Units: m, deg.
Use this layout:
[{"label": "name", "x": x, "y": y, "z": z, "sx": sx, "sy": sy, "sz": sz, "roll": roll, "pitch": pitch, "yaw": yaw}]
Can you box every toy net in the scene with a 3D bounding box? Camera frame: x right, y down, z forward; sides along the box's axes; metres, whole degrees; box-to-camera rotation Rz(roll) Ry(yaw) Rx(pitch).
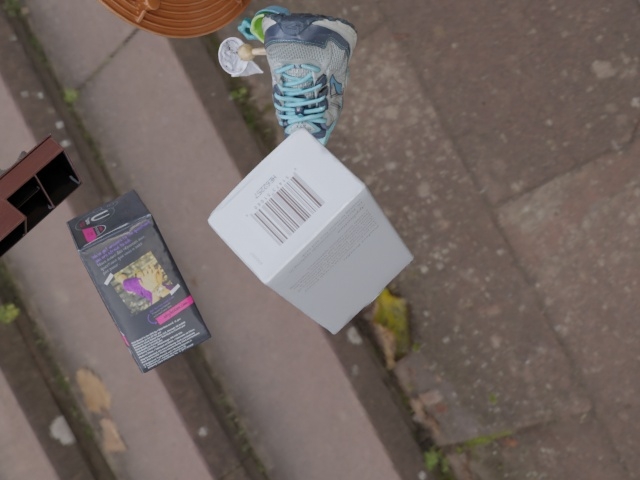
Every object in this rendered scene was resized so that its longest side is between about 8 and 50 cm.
[{"label": "toy net", "x": -0.121, "y": -0.315, "z": 1.535, "sx": 0.122, "sy": 0.045, "sz": 0.232, "roll": 32, "pitch": 151, "yaw": -12}]

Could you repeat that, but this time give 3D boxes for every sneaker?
[{"label": "sneaker", "x": -0.011, "y": -0.189, "z": 1.209, "sx": 0.110, "sy": 0.283, "sz": 0.122, "roll": 5, "pitch": 80, "yaw": 8}]

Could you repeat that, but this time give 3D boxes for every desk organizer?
[{"label": "desk organizer", "x": -0.304, "y": -0.044, "z": 1.003, "sx": 0.050, "sy": 0.130, "sz": 0.047, "roll": 40, "pitch": 152, "yaw": 3}]

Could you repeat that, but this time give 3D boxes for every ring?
[{"label": "ring", "x": -0.175, "y": -0.403, "z": 1.127, "sx": 0.032, "sy": 0.337, "sz": 0.336, "roll": 0, "pitch": 111, "yaw": 44}]

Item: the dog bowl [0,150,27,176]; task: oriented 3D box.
[{"label": "dog bowl", "x": -0.626, "y": -0.070, "z": 1.534, "sx": 0.349, "sy": 0.349, "sz": 0.102, "roll": -26, "pitch": 64, "yaw": 50}]

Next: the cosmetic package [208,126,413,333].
[{"label": "cosmetic package", "x": 0.000, "y": 0.000, "z": 0.886, "sx": 0.085, "sy": 0.117, "sz": 0.231, "roll": 46, "pitch": 179, "yaw": 21}]

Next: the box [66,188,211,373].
[{"label": "box", "x": -0.326, "y": 0.072, "z": 1.755, "sx": 0.165, "sy": 0.143, "sz": 0.270, "roll": 41, "pitch": 155, "yaw": 62}]
